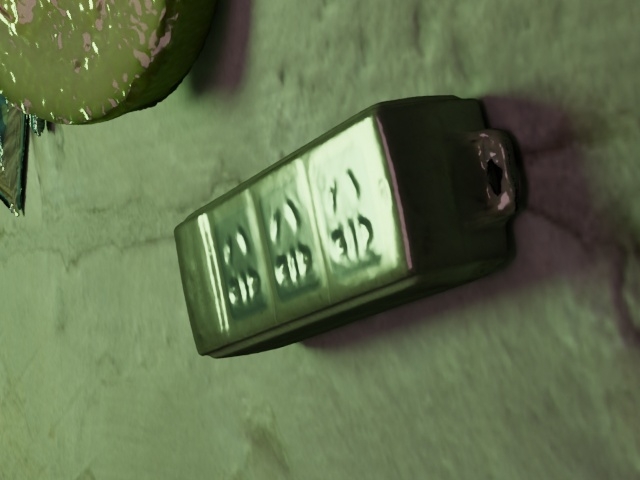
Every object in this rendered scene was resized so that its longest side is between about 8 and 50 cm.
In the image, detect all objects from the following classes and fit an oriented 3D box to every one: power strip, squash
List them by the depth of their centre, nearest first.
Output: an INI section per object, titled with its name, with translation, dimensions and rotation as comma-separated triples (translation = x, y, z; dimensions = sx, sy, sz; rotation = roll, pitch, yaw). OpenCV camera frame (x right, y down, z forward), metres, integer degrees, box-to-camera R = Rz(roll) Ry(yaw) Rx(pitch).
[power strip]
translation = 0.000, 0.001, 0.728
dimensions = 0.272, 0.052, 0.078
rotation = -25, 75, 64
[squash]
translation = -0.144, -0.174, 0.893
dimensions = 0.219, 0.041, 0.219
rotation = 16, 116, 35

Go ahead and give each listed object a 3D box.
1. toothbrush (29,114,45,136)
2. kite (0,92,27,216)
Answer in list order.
[toothbrush]
translation = -0.204, -0.171, 1.137
dimensions = 0.022, 0.017, 0.204
rotation = -126, 35, -61
[kite]
translation = -0.287, -0.169, 1.272
dimensions = 0.335, 0.011, 0.314
rotation = -22, 87, 55
